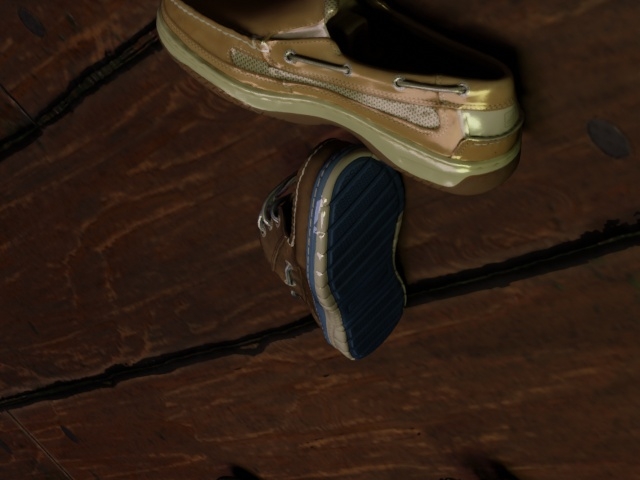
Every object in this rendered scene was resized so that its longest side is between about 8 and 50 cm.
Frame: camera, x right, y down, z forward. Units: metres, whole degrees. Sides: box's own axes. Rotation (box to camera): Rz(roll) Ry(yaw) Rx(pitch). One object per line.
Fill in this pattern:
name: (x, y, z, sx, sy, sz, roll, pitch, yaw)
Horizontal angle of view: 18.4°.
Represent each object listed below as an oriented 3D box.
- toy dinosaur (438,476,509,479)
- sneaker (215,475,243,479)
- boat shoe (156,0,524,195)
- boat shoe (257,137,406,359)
toy dinosaur: (0.096, 0.305, 1.211, 0.164, 0.322, 0.218, 10, 174, -35)
sneaker: (-0.030, 0.323, 1.548, 0.270, 0.145, 0.090, 53, 156, -19)
boat shoe: (0.008, -0.091, 0.879, 0.190, 0.068, 0.072, 23, 139, 22)
boat shoe: (0.000, 0.000, 1.033, 0.066, 0.066, 0.183, 36, 157, 22)
